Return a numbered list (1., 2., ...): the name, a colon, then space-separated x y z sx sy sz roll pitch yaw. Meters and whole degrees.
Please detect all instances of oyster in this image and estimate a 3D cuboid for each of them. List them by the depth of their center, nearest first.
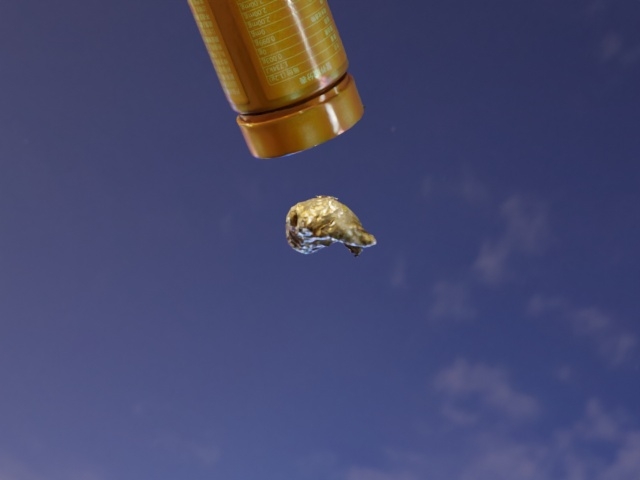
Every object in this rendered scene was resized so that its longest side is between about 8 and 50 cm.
1. oyster: 0.000 0.000 1.093 0.080 0.038 0.083 41 -44 8

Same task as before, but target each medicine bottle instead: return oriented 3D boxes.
1. medicine bottle: -0.042 -0.165 0.910 0.096 0.096 0.192 -5 -64 40
